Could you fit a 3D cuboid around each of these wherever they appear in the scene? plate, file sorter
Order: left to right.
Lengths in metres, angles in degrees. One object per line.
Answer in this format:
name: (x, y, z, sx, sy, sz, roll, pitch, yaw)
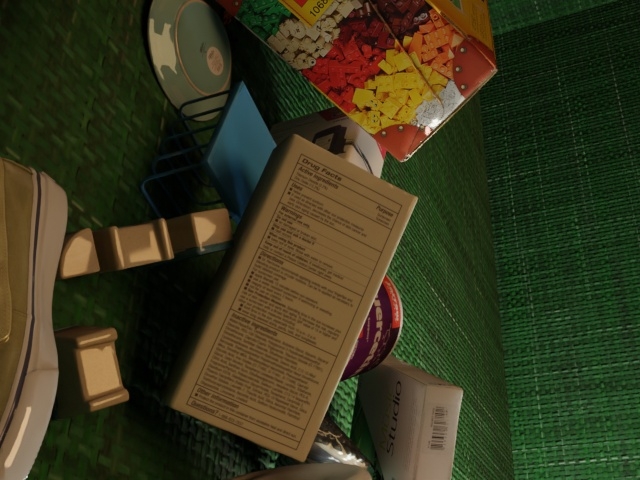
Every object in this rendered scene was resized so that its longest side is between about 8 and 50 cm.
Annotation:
plate: (-0.162, -0.254, 1.086, 0.188, 0.024, 0.188, 17, 71, -61)
file sorter: (-0.133, -0.090, 1.002, 0.170, 0.105, 0.118, -77, 147, -47)

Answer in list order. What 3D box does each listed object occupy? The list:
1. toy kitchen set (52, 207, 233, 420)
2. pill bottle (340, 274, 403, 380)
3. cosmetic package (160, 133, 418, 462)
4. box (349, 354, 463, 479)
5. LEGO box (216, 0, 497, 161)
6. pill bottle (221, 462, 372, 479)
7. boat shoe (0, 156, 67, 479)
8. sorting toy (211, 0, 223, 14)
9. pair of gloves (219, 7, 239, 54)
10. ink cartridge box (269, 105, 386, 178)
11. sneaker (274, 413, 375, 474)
toy kitchen set: (-0.190, 0.069, 0.813, 0.207, 0.122, 0.166, -12, 91, -48)
pill bottle: (0.005, 0.108, 1.135, 0.323, 0.182, 0.181, 3, 76, -67)
cosmetic package: (-0.036, 0.061, 0.890, 0.309, 0.160, 0.113, -65, -167, -10)
box: (0.106, 0.295, 1.162, 0.322, 0.059, 0.232, 175, -77, -80)
LEGO box: (0.075, -0.390, 1.289, 0.372, 0.193, 0.500, 40, 26, -11)
pill bottle: (-0.024, 0.446, 0.833, 0.224, 0.224, 0.392, 4, 75, -68)
boat shoe: (-0.266, 0.061, 0.626, 0.094, 0.109, 0.302, 32, 38, -42)
sorting toy: (-0.175, -0.428, 1.163, 0.193, 0.038, 0.208, -66, 139, -56)
pair of gloves: (-0.134, -0.310, 1.202, 0.074, 0.010, 0.083, -67, 163, -54)
ink cartridge box: (-0.007, -0.100, 1.225, 0.237, 0.172, 0.100, -72, 143, -51)
sneaker: (-0.007, 0.297, 1.051, 0.110, 0.122, 0.283, 42, -9, 28)
